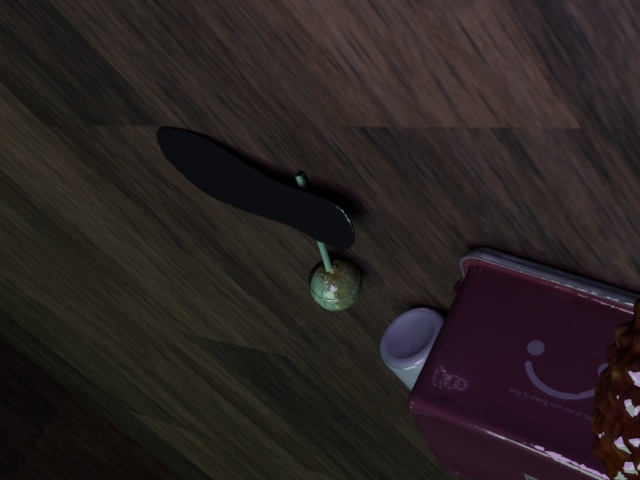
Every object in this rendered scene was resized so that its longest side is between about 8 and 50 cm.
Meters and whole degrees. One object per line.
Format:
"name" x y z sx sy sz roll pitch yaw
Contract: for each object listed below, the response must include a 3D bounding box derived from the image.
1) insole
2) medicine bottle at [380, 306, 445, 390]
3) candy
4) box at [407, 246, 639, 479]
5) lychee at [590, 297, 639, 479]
"insole" -0.068 -0.052 1.156 0.253 0.005 0.086 26 145 27
"medicine bottle" 0.128 0.137 1.249 0.080 0.080 0.130 8 149 45
"candy" 0.000 0.000 1.181 0.061 0.061 0.202 19 147 29
"box" 0.229 0.148 1.026 0.294 0.167 0.193 19 157 30
"lychee" 0.295 0.083 0.690 0.271 0.236 0.236 -30 125 22
